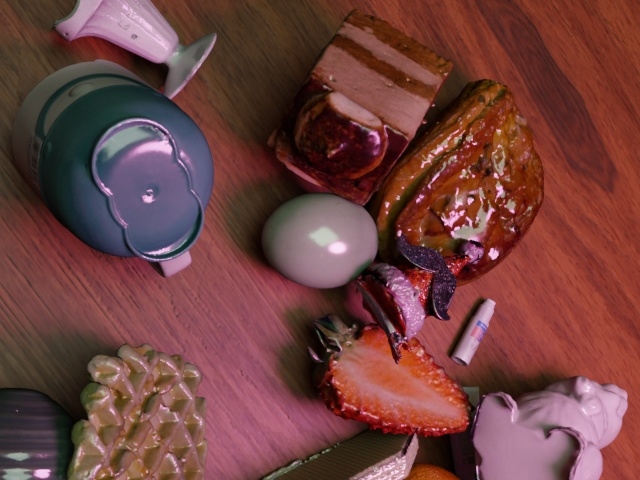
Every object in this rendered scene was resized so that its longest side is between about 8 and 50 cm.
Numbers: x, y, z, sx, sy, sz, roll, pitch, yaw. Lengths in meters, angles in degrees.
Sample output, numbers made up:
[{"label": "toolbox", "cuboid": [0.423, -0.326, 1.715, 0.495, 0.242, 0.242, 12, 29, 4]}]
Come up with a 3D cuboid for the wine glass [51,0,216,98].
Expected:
[{"label": "wine glass", "cuboid": [-0.263, -0.312, 1.223, 0.196, 0.165, 0.165, 35, 69, -21]}]

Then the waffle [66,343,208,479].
[{"label": "waffle", "cuboid": [-0.230, 0.293, 1.119, 0.292, 0.056, 0.310, 30, 57, -61]}]

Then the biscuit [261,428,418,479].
[{"label": "biscuit", "cuboid": [0.044, 0.350, 1.275, 0.252, 0.150, 0.052, -20, 99, -28]}]

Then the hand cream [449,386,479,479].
[{"label": "hand cream", "cuboid": [0.249, 0.338, 1.438, 0.076, 0.047, 0.174, 3, 72, -25]}]

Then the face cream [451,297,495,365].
[{"label": "face cream", "cuboid": [0.272, 0.157, 1.476, 0.034, 0.034, 0.130, 39, 67, -16]}]

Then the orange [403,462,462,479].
[{"label": "orange", "cuboid": [0.155, 0.442, 1.295, 0.206, 0.206, 0.206, 4, 81, -25]}]

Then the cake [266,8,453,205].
[{"label": "cake", "cuboid": [0.052, -0.180, 1.272, 0.196, 0.199, 0.293, 32, 46, -4]}]

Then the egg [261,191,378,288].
[{"label": "egg", "cuboid": [0.000, 0.000, 1.303, 0.192, 0.149, 0.150, -1, 83, -33]}]

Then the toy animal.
[{"label": "toy animal", "cuboid": [0.381, 0.329, 1.375, 0.357, 0.194, 0.258, 4, 118, -57]}]

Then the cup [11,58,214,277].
[{"label": "cup", "cuboid": [-0.261, -0.080, 1.131, 0.219, 0.257, 0.290, -31, 126, -18]}]

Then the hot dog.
[{"label": "hot dog", "cuboid": [0.240, -0.096, 1.418, 0.388, 0.174, 0.267, -50, 119, -22]}]

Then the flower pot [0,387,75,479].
[{"label": "flower pot", "cuboid": [-0.387, 0.308, 1.051, 0.157, 0.189, 0.243, 24, 71, -53]}]

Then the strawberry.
[{"label": "strawberry", "cuboid": [0.092, 0.227, 1.317, 0.286, 0.106, 0.188, 32, 49, 0]}]

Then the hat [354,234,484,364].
[{"label": "hat", "cuboid": [0.169, 0.068, 1.294, 0.227, 0.129, 0.140, -29, 57, -19]}]
